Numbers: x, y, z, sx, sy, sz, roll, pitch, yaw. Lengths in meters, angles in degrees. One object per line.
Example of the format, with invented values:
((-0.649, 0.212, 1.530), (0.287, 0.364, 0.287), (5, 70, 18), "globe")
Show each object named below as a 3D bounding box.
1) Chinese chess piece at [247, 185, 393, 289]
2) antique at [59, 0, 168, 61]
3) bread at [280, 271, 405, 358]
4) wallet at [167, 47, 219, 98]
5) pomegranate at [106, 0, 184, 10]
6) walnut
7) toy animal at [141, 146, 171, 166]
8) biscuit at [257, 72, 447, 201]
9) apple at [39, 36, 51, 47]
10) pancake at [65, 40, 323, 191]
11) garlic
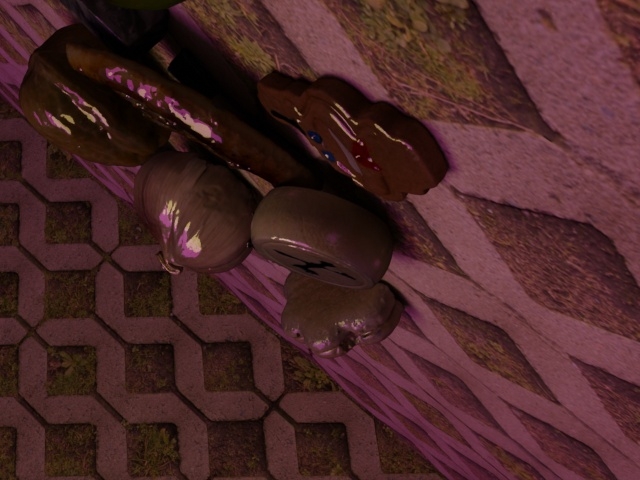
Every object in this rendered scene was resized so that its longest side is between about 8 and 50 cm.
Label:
((0.000, 0.000, 1.160), (0.238, 0.092, 0.238), (18, 166, 4), "Chinese chess piece")
((-0.325, -0.365, 1.104), (0.183, 0.088, 0.086), (43, 165, -5), "antique")
((0.021, 0.142, 1.488), (0.102, 0.183, 0.337), (42, 169, -31), "bread")
((-0.211, -0.266, 1.210), (0.088, 0.026, 0.129), (47, 165, -16), "wallet")
((-0.139, -0.310, 0.618), (0.263, 0.211, 0.211), (-13, 141, 16), "pomegranate")
((-0.411, -0.259, 1.359), (0.283, 0.227, 0.283), (37, 177, 2), "walnut")
((-0.387, -0.180, 1.832), (0.206, 0.081, 0.367), (40, 174, -6), "toy animal")
((0.027, -0.135, 0.934), (0.320, 0.047, 0.183), (36, 162, 29), "biscuit")
((-0.515, -0.332, 1.530), (0.160, 0.173, 0.195), (42, 170, 12), "apple")
((-0.208, -0.180, 1.163), (0.427, 0.067, 0.305), (31, 171, -30), "pancake")
((-0.269, -0.063, 1.606), (0.322, 0.241, 0.322), (48, 153, 34), "garlic")
